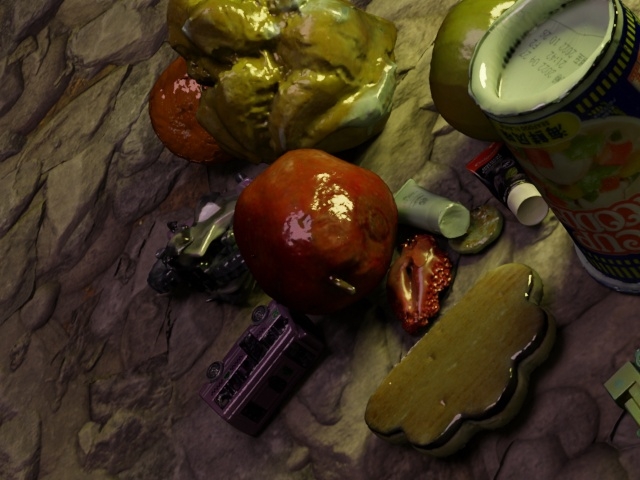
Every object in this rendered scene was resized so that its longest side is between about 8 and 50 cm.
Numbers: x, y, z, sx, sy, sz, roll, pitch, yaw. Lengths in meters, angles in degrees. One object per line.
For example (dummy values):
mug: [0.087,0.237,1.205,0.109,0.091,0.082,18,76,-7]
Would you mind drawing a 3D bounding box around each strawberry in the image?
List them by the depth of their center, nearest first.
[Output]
strawberry: [0.125,0.054,2.118,0.104,0.048,0.152,-31,37,29]

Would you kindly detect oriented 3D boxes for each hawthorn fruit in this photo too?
hawthorn fruit: [0.000,0.000,2.131,0.224,0.224,0.261,-40,25,13]

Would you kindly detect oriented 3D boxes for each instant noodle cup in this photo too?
instant noodle cup: [0.333,-0.136,1.842,0.284,0.312,0.284,-27,41,27]

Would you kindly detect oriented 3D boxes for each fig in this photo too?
fig: [0.257,-0.237,2.102,0.230,0.207,0.207,-21,44,25]

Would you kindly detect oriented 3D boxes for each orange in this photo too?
orange: [-0.179,-0.216,2.569,0.193,0.193,0.161,-21,10,33]

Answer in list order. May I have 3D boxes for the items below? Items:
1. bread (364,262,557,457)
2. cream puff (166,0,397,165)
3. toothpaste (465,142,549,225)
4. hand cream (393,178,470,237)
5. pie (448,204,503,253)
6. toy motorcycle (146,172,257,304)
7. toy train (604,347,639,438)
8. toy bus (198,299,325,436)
bread: [0.184,0.162,1.949,0.286,0.056,0.207,-45,33,6]
cream puff: [-0.063,-0.250,2.357,0.378,0.378,0.275,40,110,54]
toothpaste: [0.246,-0.081,2.118,0.071,0.045,0.193,-42,31,10]
hand cream: [0.138,-0.042,2.179,0.078,0.050,0.205,-50,22,-6]
pie: [0.207,-0.015,2.116,0.085,0.017,0.085,-28,39,25]
toy motorcycle: [-0.146,-0.004,2.389,0.188,0.143,0.327,-55,21,-22]
toy train: [0.367,0.171,1.758,0.081,0.050,0.122,-45,37,14]
toy bus: [-0.075,0.174,2.189,0.178,0.087,0.098,-52,38,2]
